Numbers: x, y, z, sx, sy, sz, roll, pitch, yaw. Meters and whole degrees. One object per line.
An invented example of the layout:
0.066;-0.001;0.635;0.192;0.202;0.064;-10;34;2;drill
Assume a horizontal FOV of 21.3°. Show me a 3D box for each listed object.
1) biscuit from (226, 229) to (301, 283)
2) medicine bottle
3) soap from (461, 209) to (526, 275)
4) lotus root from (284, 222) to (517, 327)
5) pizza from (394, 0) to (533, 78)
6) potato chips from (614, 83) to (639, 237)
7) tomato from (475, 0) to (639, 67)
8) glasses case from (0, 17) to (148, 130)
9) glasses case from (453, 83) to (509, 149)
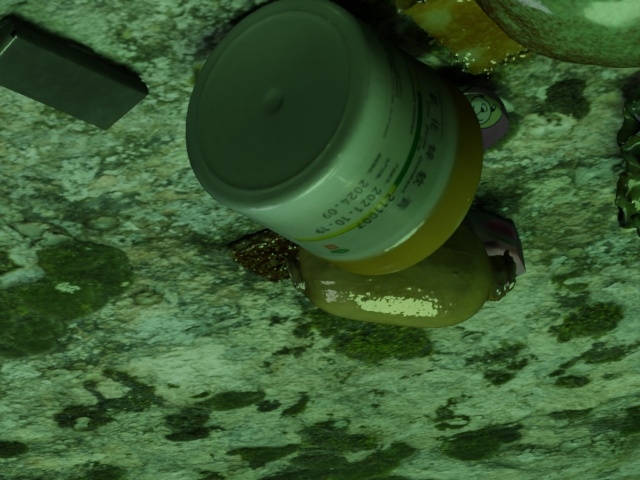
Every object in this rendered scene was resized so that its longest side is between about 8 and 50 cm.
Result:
0.000;0.000;2.241;0.231;0.025;0.131;-21;152;23;biscuit
0.016;-0.106;1.777;0.238;0.238;0.232;-23;151;27;medicine bottle
0.217;0.011;2.301;0.100;0.056;0.149;-30;148;32;soap
0.107;0.037;2.159;0.303;0.146;0.131;2;180;-12;lotus root
0.224;-0.255;1.709;0.323;0.089;0.223;-12;160;-5;pizza
0.554;-0.135;2.077;0.429;0.070;0.358;-22;146;6;potato chips
0.234;-0.295;1.449;0.239;0.303;0.303;13;151;-6;tomato
-0.270;-0.173;1.770;0.072;0.042;0.190;-33;146;27;glasses case
0.065;-0.106;1.981;0.316;0.076;0.123;-19;155;20;glasses case
